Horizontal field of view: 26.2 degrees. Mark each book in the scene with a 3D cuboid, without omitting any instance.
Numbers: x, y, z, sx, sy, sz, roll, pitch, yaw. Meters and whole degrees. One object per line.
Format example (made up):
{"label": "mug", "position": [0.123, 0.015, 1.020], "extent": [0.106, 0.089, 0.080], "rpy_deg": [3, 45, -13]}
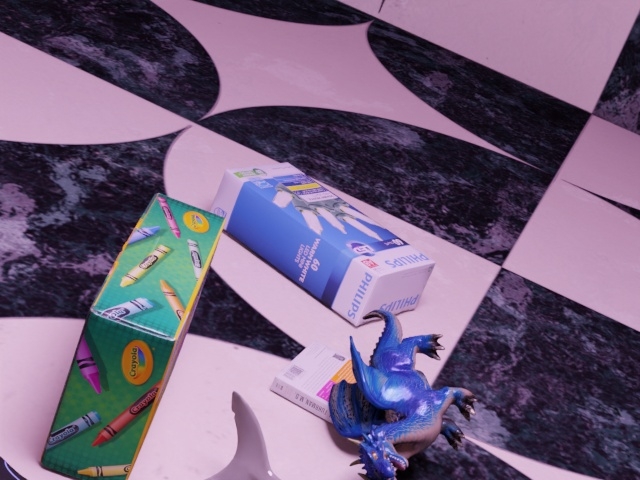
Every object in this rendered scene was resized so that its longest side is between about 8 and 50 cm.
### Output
{"label": "book", "position": [0.031, 0.165, 1.460], "extent": [0.144, 0.035, 0.096], "rpy_deg": [28, 29, 15]}

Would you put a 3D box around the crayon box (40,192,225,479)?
{"label": "crayon box", "position": [-0.169, 0.086, 1.292], "extent": [0.081, 0.165, 0.278], "rpy_deg": [20, 23, -3]}

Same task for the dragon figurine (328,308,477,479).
{"label": "dragon figurine", "position": [0.060, 0.150, 1.390], "extent": [0.144, 0.085, 0.289], "rpy_deg": [-2, 41, -24]}

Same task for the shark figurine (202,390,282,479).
{"label": "shark figurine", "position": [-0.004, 0.246, 1.160], "extent": [0.166, 0.116, 0.278], "rpy_deg": [14, 26, -19]}

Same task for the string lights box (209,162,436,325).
{"label": "string lights box", "position": [0.000, 0.000, 1.729], "extent": [0.259, 0.077, 0.133], "rpy_deg": [35, 25, 27]}

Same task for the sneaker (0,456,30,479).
{"label": "sneaker", "position": [-0.330, 0.172, 1.091], "extent": [0.232, 0.081, 0.090], "rpy_deg": [32, 22, 8]}
